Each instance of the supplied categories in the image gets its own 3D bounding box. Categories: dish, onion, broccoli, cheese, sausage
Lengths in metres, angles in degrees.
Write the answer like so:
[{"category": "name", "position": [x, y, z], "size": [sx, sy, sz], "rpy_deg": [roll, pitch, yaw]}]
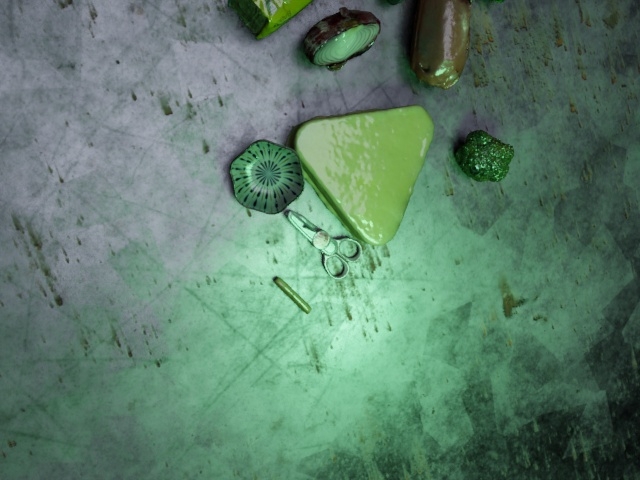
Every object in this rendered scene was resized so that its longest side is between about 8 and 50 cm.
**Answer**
[{"category": "dish", "position": [-0.132, -0.163, 1.520], "size": [0.190, 0.066, 0.191], "rpy_deg": [-1, 109, -3]}, {"category": "onion", "position": [0.041, -0.508, 1.520], "size": [0.205, 0.151, 0.098], "rpy_deg": [-25, 71, -23]}, {"category": "broccoli", "position": [0.453, -0.226, 1.673], "size": [0.162, 0.146, 0.138], "rpy_deg": [39, 52, -1]}, {"category": "cheese", "position": [0.084, -0.209, 1.569], "size": [0.383, 0.104, 0.384], "rpy_deg": [-2, 99, -16]}, {"category": "sausage", "position": [-0.073, 0.146, 1.614], "size": [0.024, 0.024, 0.132], "rpy_deg": [-46, 109, -6]}, {"category": "sausage", "position": [0.312, -0.532, 1.566], "size": [0.152, 0.152, 0.280], "rpy_deg": [2, 100, -17]}]

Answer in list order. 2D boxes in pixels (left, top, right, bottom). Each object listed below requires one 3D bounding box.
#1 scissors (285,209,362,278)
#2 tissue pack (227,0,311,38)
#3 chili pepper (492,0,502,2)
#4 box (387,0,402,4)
[{"category": "scissors", "position": [0.000, 0.000, 1.612], "size": [0.242, 0.030, 0.118], "rpy_deg": [39, 86, -22]}, {"category": "tissue pack", "position": [-0.069, -0.607, 1.421], "size": [0.271, 0.192, 0.134], "rpy_deg": [-42, 106, -7]}, {"category": "chili pepper", "position": [0.409, -0.716, 1.615], "size": [0.224, 0.061, 0.098], "rpy_deg": [33, 91, 1]}, {"category": "box", "position": [0.221, -0.725, 1.542], "size": [0.230, 0.050, 0.160], "rpy_deg": [-42, 93, -2]}]
